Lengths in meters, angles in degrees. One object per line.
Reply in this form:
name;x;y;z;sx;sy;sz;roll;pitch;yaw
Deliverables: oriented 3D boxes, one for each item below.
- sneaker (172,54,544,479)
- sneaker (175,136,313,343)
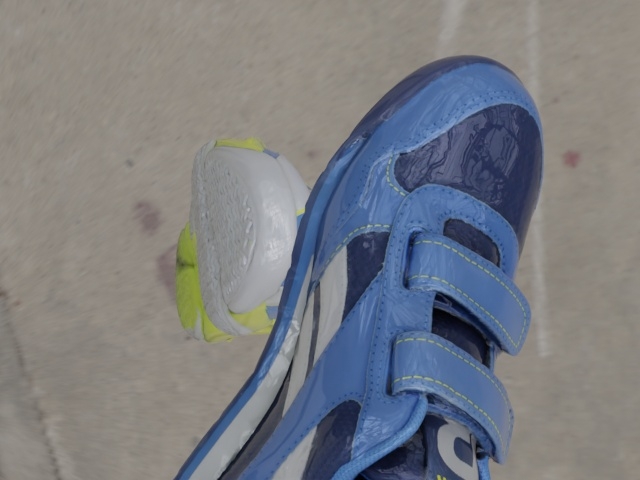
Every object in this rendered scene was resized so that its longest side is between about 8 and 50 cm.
sneaker;0.018;0.029;0.406;0.053;0.059;0.144;33;77;-38
sneaker;0.000;0.000;0.929;0.126;0.240;0.091;-3;85;-10
